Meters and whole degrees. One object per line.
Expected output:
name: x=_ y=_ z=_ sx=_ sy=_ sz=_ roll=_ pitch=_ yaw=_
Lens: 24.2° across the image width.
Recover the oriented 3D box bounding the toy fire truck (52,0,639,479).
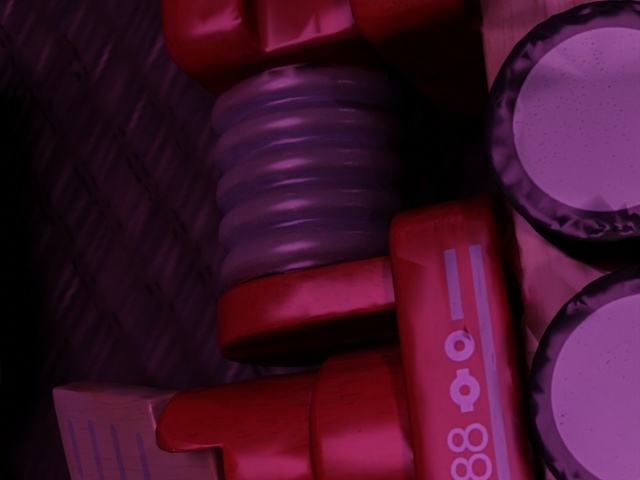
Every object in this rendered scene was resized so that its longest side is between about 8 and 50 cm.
toy fire truck: x=0.000 y=0.000 z=0.427 sx=0.246 sy=0.158 sz=0.217 roll=-12 pitch=74 yaw=18
